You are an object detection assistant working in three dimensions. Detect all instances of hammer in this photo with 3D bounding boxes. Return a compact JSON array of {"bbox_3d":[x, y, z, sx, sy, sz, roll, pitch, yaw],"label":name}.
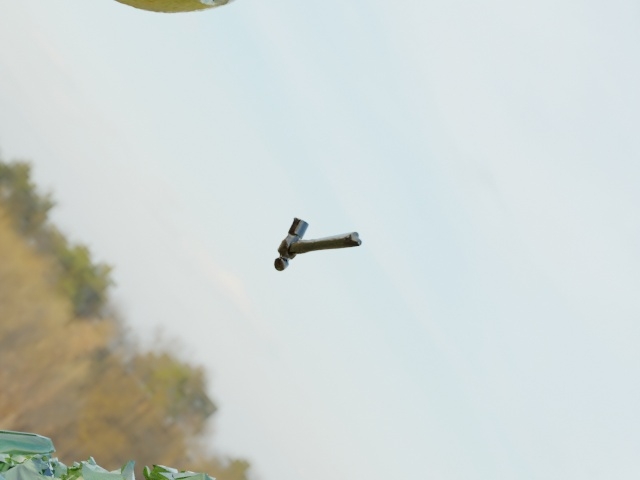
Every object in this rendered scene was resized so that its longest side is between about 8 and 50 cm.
[{"bbox_3d":[0.000,0.000,1.888,0.021,0.065,0.178,30,-17,-22],"label":"hammer"}]

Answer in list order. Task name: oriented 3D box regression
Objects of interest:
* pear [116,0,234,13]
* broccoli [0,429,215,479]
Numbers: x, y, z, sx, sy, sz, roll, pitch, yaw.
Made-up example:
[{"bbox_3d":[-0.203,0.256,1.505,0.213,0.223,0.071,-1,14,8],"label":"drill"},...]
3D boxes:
[{"bbox_3d":[-0.151,-0.341,1.594,0.271,0.271,0.271,49,-9,10],"label":"pear"},{"bbox_3d":[-0.239,0.244,1.073,0.321,0.413,0.310,-30,-101,64],"label":"broccoli"}]
